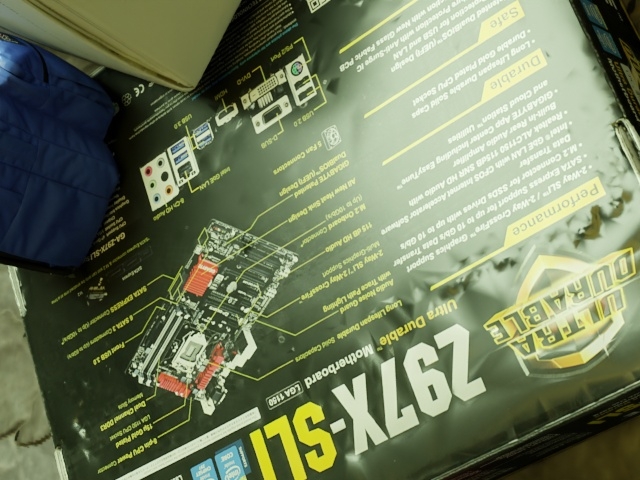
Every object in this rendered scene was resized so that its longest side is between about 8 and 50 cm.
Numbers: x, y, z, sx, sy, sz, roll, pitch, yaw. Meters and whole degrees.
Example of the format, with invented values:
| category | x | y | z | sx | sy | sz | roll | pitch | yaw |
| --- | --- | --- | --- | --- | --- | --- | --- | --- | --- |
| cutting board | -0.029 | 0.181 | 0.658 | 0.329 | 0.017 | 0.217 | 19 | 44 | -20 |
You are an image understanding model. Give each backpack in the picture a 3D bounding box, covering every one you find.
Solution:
| category | x | y | z | sx | sy | sz | roll | pitch | yaw |
| --- | --- | --- | --- | --- | --- | --- | --- | --- | --- |
| backpack | -0.164 | -0.048 | 0.575 | 0.098 | 0.120 | 0.101 | 23 | 96 | 37 |

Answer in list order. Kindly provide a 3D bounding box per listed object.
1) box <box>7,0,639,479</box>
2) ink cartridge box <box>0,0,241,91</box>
| category | x | y | z | sx | sy | sz | roll | pitch | yaw |
| --- | --- | --- | --- | --- | --- | --- | --- | --- | --- |
| box | 0.000 | 0.000 | 0.572 | 0.322 | 0.079 | 0.257 | -32 | 67 | 27 |
| ink cartridge box | -0.130 | -0.205 | 0.618 | 0.283 | 0.117 | 0.207 | 24 | 86 | 47 |
